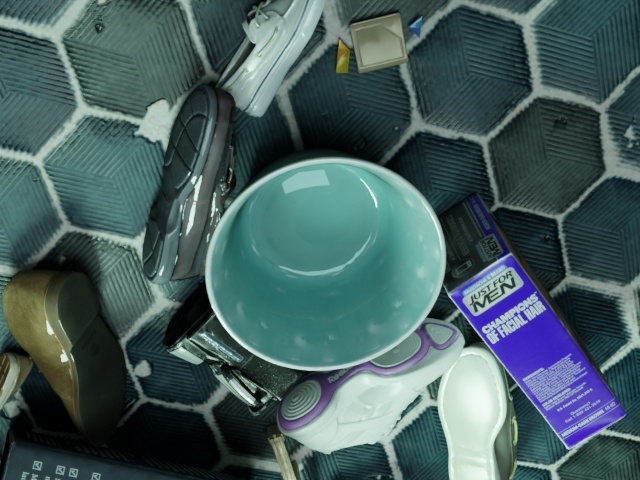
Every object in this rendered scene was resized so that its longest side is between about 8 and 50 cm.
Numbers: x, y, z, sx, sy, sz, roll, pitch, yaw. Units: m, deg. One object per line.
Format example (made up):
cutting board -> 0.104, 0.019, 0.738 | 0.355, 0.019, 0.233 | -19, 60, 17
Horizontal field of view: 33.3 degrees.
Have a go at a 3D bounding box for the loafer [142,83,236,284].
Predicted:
loafer -> -0.157, -0.070, 1.415 | 0.095, 0.109, 0.302 | 3, 127, -29

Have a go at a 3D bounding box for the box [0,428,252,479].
box -> -0.291, 0.461, 1.544 | 0.395, 0.212, 0.293 | 16, 81, -15

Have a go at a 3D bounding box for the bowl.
bowl -> 0.000, 0.000, 1.427 | 0.311, 0.163, 0.311 | -3, 119, -5

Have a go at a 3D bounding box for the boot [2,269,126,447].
boot -> -0.361, 0.164, 1.525 | 0.115, 0.112, 0.305 | 7, 126, 23

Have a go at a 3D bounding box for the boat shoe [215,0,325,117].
boat shoe -> -0.061, -0.256, 1.325 | 0.076, 0.083, 0.226 | 21, 114, -19

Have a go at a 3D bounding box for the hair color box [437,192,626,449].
hair color box -> 0.287, 0.114, 1.515 | 0.110, 0.185, 0.339 | -36, 117, 11

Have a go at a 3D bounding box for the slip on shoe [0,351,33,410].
slip on shoe -> -0.460, 0.215, 1.553 | 0.041, 0.051, 0.135 | 5, 124, -46

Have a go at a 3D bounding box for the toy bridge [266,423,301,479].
toy bridge -> -0.044, 0.373, 1.680 | 0.026, 0.063, 0.188 | -19, 120, 3

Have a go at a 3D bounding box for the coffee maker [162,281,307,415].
coffee maker -> -0.107, 0.133, 1.527 | 0.178, 0.120, 0.171 | 41, 83, -26

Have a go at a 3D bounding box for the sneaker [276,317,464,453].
sneaker -> 0.087, 0.219, 1.605 | 0.305, 0.114, 0.152 | -30, 132, 14

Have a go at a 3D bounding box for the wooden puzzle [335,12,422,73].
wooden puzzle -> 0.074, -0.256, 1.385 | 0.116, 0.014, 0.078 | -7, 123, -3

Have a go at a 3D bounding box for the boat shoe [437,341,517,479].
boat shoe -> 0.250, 0.279, 1.653 | 0.109, 0.091, 0.305 | 11, 121, 29
